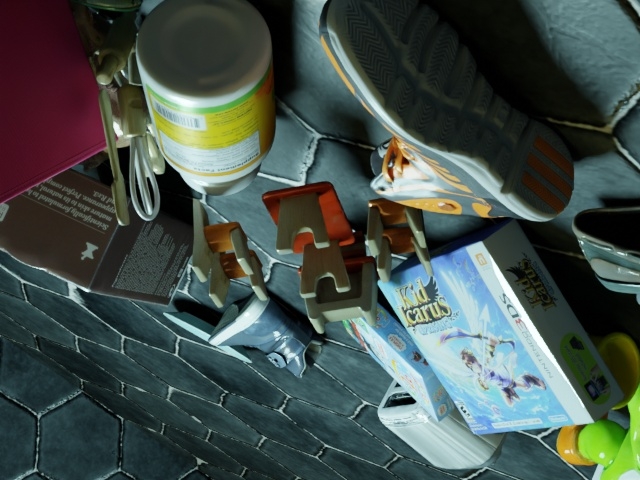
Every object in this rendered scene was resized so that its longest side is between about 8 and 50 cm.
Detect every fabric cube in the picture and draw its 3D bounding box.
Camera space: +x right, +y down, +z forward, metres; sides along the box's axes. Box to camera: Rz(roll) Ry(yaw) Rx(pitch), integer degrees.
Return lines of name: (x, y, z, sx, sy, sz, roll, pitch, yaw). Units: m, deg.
fabric cube: (-0.415, -0.168, 1.203, 0.259, 0.254, 0.258, -2, 115, 38)

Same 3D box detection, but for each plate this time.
plate: (-0.204, 0.172, 2.158, 0.188, 0.024, 0.188, 27, 170, 5)

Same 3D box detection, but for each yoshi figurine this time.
yoshi figurine: (0.458, 0.256, 1.487, 0.362, 0.203, 0.203, 172, 84, -75)

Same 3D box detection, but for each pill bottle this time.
pill bottle: (-0.117, -0.147, 1.265, 0.136, 0.136, 0.245, 24, 157, 10)

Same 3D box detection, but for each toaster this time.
toaster: (0.191, 0.269, 1.816, 0.146, 0.129, 0.227, 38, 158, -13)

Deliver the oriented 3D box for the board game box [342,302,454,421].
board game box: (0.101, 0.151, 1.676, 0.211, 0.039, 0.160, 42, 167, 32)

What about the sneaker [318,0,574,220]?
sneaker: (0.084, -0.110, 1.130, 0.321, 0.124, 0.180, 40, 154, -27)

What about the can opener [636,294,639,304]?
can opener: (0.463, 0.105, 1.215, 0.283, 0.076, 0.095, 26, 157, 8)

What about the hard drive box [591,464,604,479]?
hard drive box: (0.485, 0.399, 1.680, 0.089, 0.181, 0.232, 36, 156, -17)

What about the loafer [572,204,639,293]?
loafer: (0.346, 0.001, 1.112, 0.084, 0.096, 0.267, 44, 155, -20)

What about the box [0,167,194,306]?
box: (-0.316, -0.012, 1.630, 0.191, 0.143, 0.381, 25, 179, 9)

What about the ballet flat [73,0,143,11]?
ballet flat: (-0.273, -0.294, 1.238, 0.188, 0.070, 0.070, 17, 155, 17)

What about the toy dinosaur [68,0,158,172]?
toy dinosaur: (-0.261, -0.176, 1.401, 0.200, 0.127, 0.296, -6, 146, 43)

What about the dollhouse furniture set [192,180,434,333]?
dollhouse furniture set: (0.000, 0.000, 1.404, 0.262, 0.135, 0.259, -9, 152, 8)

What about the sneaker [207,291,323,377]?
sneaker: (-0.092, 0.173, 1.984, 0.163, 0.086, 0.226, 37, 155, -13)

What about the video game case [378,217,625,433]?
video game case: (0.209, 0.115, 1.422, 0.244, 0.061, 0.269, 58, 153, -2)

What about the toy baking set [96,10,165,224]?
toy baking set: (-0.200, -0.135, 1.274, 0.030, 0.256, 0.197, -9, 120, 8)

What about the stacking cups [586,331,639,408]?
stacking cups: (0.264, 0.162, 1.535, 0.096, 0.096, 0.316, 42, 154, -30)
